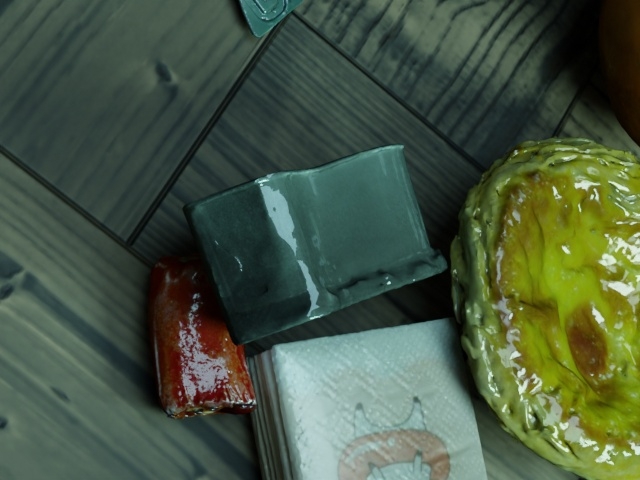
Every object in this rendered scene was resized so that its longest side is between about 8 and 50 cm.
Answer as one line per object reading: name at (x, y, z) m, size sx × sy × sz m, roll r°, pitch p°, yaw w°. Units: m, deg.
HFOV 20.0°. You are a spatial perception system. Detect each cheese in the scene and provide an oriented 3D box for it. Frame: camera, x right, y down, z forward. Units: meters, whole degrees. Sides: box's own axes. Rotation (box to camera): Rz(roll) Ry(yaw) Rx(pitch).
cheese at (-0.067, -0.221, 1.431) m, size 0.067 × 0.026 × 0.120 m, roll -44°, pitch 103°, yaw -27°

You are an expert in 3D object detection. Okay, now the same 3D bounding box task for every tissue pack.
tissue pack at (0.052, 0.230, 1.353) m, size 0.170 × 0.071 × 0.325 m, roll -6°, pitch 80°, yaw -30°

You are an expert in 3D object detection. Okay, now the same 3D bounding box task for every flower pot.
flower pot at (0.000, 0.000, 1.323) m, size 0.229 × 0.103 × 0.108 m, roll -19°, pitch 88°, yaw -56°

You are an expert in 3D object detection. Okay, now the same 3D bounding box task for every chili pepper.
chili pepper at (-0.087, 0.068, 1.326) m, size 0.070 × 0.073 × 0.123 m, roll 20°, pitch 63°, yaw -67°

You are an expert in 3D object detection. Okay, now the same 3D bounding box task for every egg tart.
egg tart at (0.209, 0.061, 1.451) m, size 0.295 × 0.116 × 0.294 m, roll 10°, pitch 71°, yaw -30°

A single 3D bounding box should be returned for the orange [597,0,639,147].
orange at (0.366, -0.181, 1.507) m, size 0.284 × 0.284 × 0.226 m, roll -13°, pitch 41°, yaw -29°
